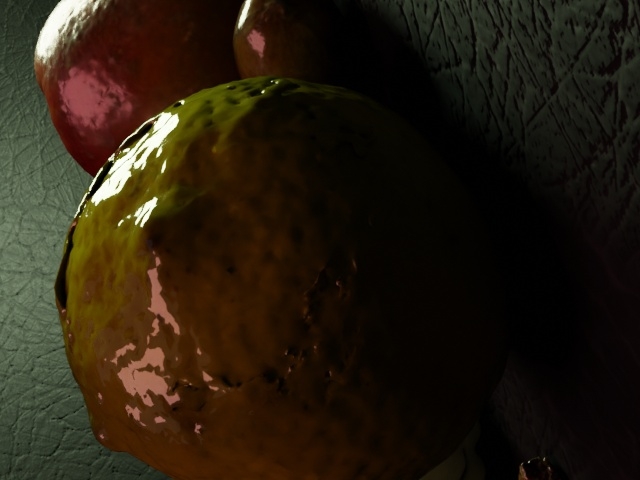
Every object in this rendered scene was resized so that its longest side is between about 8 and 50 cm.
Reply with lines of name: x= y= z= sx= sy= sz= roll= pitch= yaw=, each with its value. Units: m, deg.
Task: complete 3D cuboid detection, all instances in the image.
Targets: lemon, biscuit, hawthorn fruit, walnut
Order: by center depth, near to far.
lemon: x=-0.020 y=0.047 z=1.066 sx=0.387 sy=0.350 sz=0.350 roll=23 pitch=-151 yaw=-54
walnut: x=-0.020 y=-0.157 z=1.197 sx=0.116 sy=0.116 sz=0.207 roll=58 pitch=175 yaw=28
biscuit: x=0.210 y=0.266 z=1.269 sx=0.064 sy=0.034 sz=0.199 roll=58 pitch=169 yaw=29
hawthorn fruit: x=-0.141 y=-0.167 z=1.351 sx=0.284 sy=0.284 sz=0.284 roll=60 pitch=169 yaw=20

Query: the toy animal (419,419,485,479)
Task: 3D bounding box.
toy animal: x=0.079 y=0.248 z=1.411 sx=0.271 sy=0.206 sz=0.265 roll=62 pitch=173 yaw=22
